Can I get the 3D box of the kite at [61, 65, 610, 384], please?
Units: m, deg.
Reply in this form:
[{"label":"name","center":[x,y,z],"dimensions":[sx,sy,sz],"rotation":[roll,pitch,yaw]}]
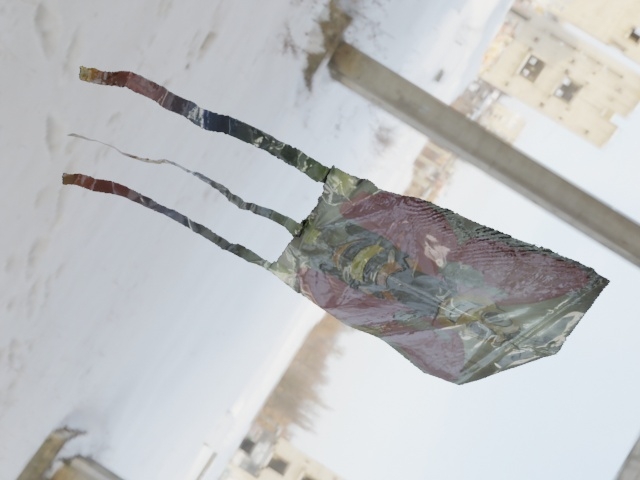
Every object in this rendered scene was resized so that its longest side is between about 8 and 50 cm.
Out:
[{"label":"kite","center":[0.001,-0.003,0.547],"dimensions":[0.204,0.360,0.022],"rotation":[-54,-168,55]}]
